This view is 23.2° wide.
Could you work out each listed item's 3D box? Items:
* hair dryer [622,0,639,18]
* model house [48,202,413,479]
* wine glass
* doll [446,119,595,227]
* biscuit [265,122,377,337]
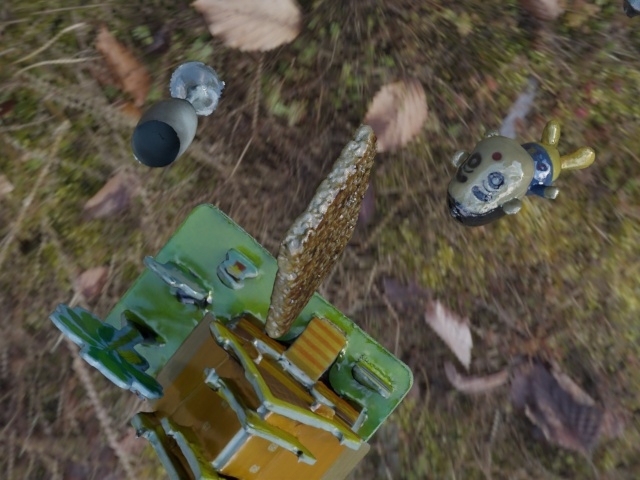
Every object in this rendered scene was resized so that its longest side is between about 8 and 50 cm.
[{"bbox_3d":[0.302,-0.290,1.067,0.116,0.244,0.302,32,125,-16],"label":"hair dryer"},{"bbox_3d":[-0.105,0.140,1.674,0.358,0.313,0.242,42,96,3],"label":"model house"},{"bbox_3d":[-0.151,-0.133,1.633,0.066,0.198,0.066,3,112,7],"label":"wine glass"},{"bbox_3d":[0.191,-0.069,1.542,0.179,0.089,0.102,-34,63,-28],"label":"doll"},{"bbox_3d":[0.000,0.000,1.290,0.025,0.231,0.131,32,70,7],"label":"biscuit"}]
